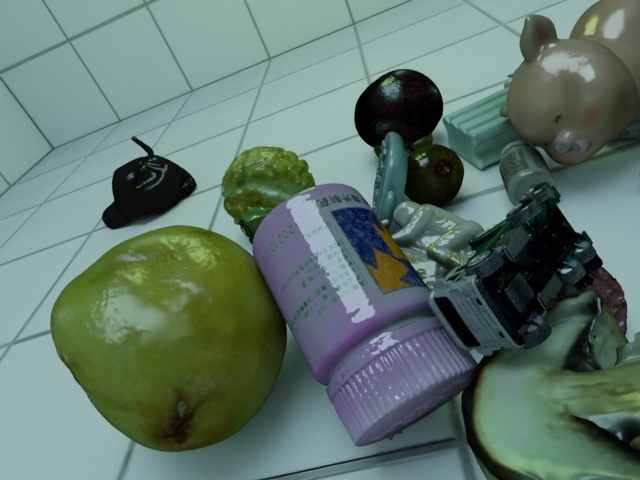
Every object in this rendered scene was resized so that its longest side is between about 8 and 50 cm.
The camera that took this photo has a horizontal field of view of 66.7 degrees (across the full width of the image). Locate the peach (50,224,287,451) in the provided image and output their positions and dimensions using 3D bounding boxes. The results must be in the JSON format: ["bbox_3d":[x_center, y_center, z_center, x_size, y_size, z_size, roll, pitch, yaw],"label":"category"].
[{"bbox_3d":[-0.200,0.137,0.703,0.314,0.281,0.315,-20,37,-35],"label":"peach"}]

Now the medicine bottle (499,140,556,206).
[{"bbox_3d":[0.370,-0.123,0.884,0.079,0.079,0.140,-14,34,18],"label":"medicine bottle"}]

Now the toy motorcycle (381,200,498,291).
[{"bbox_3d":[0.167,0.034,0.734,0.340,0.108,0.223,-5,60,23],"label":"toy motorcycle"}]

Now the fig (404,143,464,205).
[{"bbox_3d":[0.196,-0.124,1.003,0.124,0.124,0.236,-36,10,-16],"label":"fig"}]

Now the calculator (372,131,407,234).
[{"bbox_3d":[0.130,-0.105,0.937,0.041,0.185,0.299,8,28,0],"label":"calculator"}]

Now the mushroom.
[{"bbox_3d":[0.241,0.181,0.431,0.189,0.164,0.267,-27,11,9],"label":"mushroom"}]

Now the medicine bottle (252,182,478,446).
[{"bbox_3d":[0.046,0.084,0.615,0.178,0.178,0.291,-29,59,-6],"label":"medicine bottle"}]

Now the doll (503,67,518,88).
[{"bbox_3d":[0.530,-0.402,1.203,0.160,0.059,0.161,-24,32,3],"label":"doll"}]

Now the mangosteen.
[{"bbox_3d":[0.196,-0.298,1.168,0.216,0.216,0.216,-18,32,12],"label":"mangosteen"}]

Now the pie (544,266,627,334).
[{"bbox_3d":[0.298,0.085,0.605,0.154,0.036,0.154,-2,74,8],"label":"pie"}]

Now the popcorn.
[{"bbox_3d":[-0.122,-0.117,1.116,0.221,0.204,0.184,-22,28,34],"label":"popcorn"}]

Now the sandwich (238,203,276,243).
[{"bbox_3d":[0.000,0.000,0.804,0.212,0.245,0.063,-37,37,-19],"label":"sandwich"}]

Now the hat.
[{"bbox_3d":[-0.589,-0.186,1.529,0.336,0.209,0.238,-16,36,18],"label":"hat"}]

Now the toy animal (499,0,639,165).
[{"bbox_3d":[0.469,-0.285,0.835,0.269,0.237,0.326,18,71,19],"label":"toy animal"}]

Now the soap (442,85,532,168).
[{"bbox_3d":[0.421,-0.267,1.051,0.265,0.087,0.160,-26,32,1],"label":"soap"}]

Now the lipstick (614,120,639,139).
[{"bbox_3d":[0.635,-0.210,0.847,0.264,0.059,0.059,5,43,41],"label":"lipstick"}]

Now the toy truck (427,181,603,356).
[{"bbox_3d":[0.209,0.033,0.539,0.216,0.110,0.116,-37,2,-35],"label":"toy truck"}]
